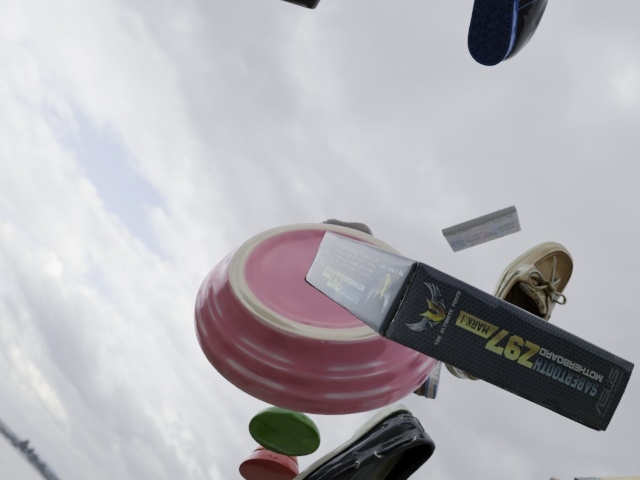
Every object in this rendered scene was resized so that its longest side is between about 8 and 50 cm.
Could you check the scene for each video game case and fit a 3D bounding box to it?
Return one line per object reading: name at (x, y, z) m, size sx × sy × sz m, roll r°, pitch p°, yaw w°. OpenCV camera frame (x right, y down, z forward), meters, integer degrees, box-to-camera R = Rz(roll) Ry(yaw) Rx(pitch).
video game case at (0.349, -0.023, 1.376) m, size 0.143 × 0.157 × 0.019 m, roll 38°, pitch 35°, yaw -64°

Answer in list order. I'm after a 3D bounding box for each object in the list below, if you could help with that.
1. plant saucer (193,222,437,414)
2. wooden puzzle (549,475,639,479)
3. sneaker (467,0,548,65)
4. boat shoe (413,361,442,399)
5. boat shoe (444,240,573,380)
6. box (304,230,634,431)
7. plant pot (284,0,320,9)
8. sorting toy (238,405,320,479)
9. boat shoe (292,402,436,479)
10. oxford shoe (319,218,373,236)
plant saucer at (0.002, 0.076, 0.839) m, size 0.332 × 0.332 × 0.084 m, roll 28°, pitch -52°, yaw 28°
wooden puzzle at (0.588, 0.479, 1.188) m, size 0.239 × 0.044 × 0.221 m, roll 9°, pitch -5°, yaw -13°
sneaker at (0.236, -0.326, 0.752) m, size 0.081 × 0.090 × 0.232 m, roll 30°, pitch -48°, yaw 25°
boat shoe at (0.209, 0.230, 1.262) m, size 0.066 × 0.183 × 0.066 m, roll 8°, pitch -55°, yaw 14°
boat shoe at (0.319, 0.117, 1.025) m, size 0.105 × 0.285 × 0.089 m, roll 43°, pitch -9°, yaw -7°
box at (0.100, 0.061, 0.523) m, size 0.184 × 0.059 × 0.233 m, roll 26°, pitch -2°, yaw -16°
plant pot at (-0.051, -0.443, 0.818) m, size 0.188 × 0.187 × 0.167 m, roll 8°, pitch -14°, yaw -25°
sorting toy at (-0.056, 0.315, 1.150) m, size 0.127 × 0.126 × 0.365 m, roll 17°, pitch -48°, yaw 1°
boat shoe at (0.050, 0.411, 1.022) m, size 0.113 × 0.340 × 0.127 m, roll 30°, pitch -32°, yaw 50°
oxford shoe at (0.000, 0.000, 1.366) m, size 0.228 × 0.096 × 0.082 m, roll 0°, pitch -50°, yaw 0°
